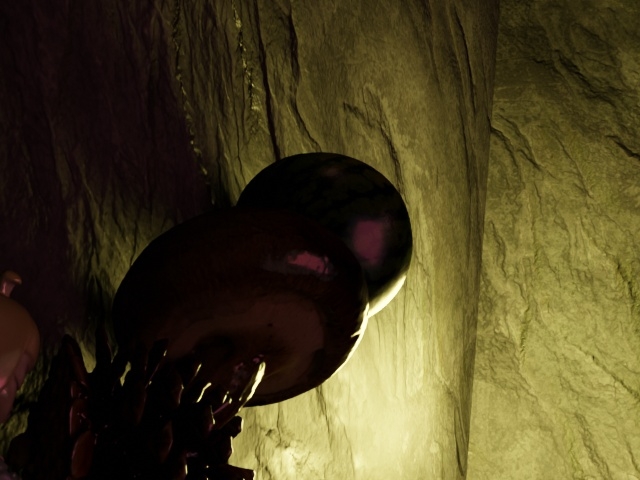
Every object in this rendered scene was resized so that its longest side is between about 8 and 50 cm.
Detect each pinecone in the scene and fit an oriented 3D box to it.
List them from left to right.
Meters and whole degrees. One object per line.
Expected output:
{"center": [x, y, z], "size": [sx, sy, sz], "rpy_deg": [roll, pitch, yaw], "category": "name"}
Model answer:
{"center": [-0.198, 0.228, 0.999], "size": [0.264, 0.264, 0.264], "rpy_deg": [0, 90, -66], "category": "pinecone"}

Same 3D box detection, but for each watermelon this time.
{"center": [0.000, 0.000, 1.445], "size": [0.285, 0.285, 0.285], "rpy_deg": [0, 90, -66], "category": "watermelon"}

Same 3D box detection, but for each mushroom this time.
{"center": [-0.099, 0.090, 1.206], "size": [0.239, 0.345, 0.345], "rpy_deg": [58, 19, 15], "category": "mushroom"}

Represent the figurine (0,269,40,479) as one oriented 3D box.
{"center": [-0.352, 0.192, 0.812], "size": [0.275, 0.227, 0.394], "rpy_deg": [31, 52, -31], "category": "figurine"}
